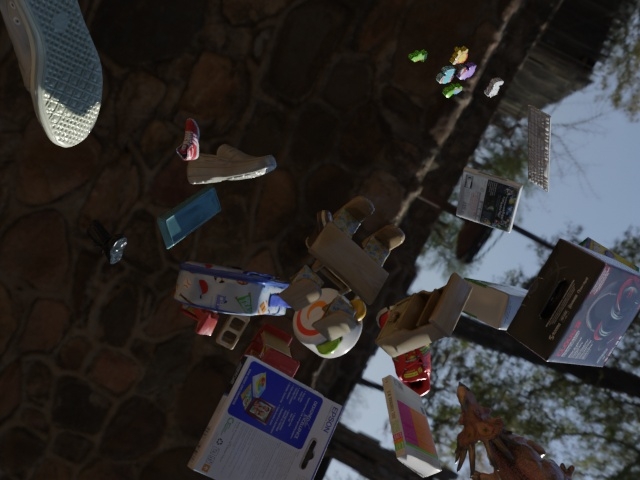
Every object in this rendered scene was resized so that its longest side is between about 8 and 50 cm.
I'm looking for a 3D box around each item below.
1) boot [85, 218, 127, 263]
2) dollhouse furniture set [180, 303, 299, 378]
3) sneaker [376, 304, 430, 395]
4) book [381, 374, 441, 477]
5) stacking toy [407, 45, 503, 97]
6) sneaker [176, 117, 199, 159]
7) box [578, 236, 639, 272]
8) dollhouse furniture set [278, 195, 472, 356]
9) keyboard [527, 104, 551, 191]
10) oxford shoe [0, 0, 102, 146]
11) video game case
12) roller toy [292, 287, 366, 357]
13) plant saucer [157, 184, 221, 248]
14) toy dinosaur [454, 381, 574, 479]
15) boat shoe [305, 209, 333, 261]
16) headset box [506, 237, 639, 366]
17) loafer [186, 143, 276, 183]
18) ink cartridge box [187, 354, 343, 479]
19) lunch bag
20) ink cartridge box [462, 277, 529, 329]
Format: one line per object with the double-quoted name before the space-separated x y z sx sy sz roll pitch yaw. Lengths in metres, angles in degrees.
"boot" -0.501 -0.008 1.503 0.045 0.099 0.121 -33 168 -35
"dollhouse furniture set" -0.261 0.311 1.939 0.152 0.374 0.201 -58 -164 10
"sneaker" 0.193 0.235 1.355 0.279 0.107 0.118 66 12 -45
"book" 0.147 0.305 1.066 0.035 0.096 0.144 -32 -141 23
"stacking toy" 0.356 -0.441 1.699 0.221 0.167 0.052 -16 145 -34
"sneaker" -0.380 -0.286 1.838 0.067 0.042 0.118 -33 125 -61
"box" 0.721 0.080 1.599 0.105 0.179 0.043 -61 -176 -37
"dollhouse furniture set" 0.097 0.063 1.060 0.161 0.242 0.212 -36 -165 52
"keyboard" 0.548 -0.227 1.612 0.014 0.072 0.256 -30 138 -8
"oxford shoe" -0.565 -0.404 1.328 0.169 0.130 0.449 -45 148 -39
"video game case" 0.496 -0.119 1.906 0.022 0.173 0.190 -53 154 -36
"roller toy" 0.026 0.256 1.988 0.146 0.191 0.209 44 67 -42
"plant saucer" -0.265 -0.053 1.330 0.192 0.018 0.067 -46 127 -54
"toy dinosaur" 0.329 0.376 1.046 0.127 0.295 0.200 -54 143 -10
"boat shoe" 0.000 0.006 1.999 0.257 0.095 0.095 78 7 -50
"headset box" 0.519 0.131 1.290 0.293 0.110 0.218 15 107 -43
"loafer" -0.278 -0.237 1.943 0.112 0.319 0.111 -15 100 -61
"ink cartridge box" -0.132 0.496 1.642 0.072 0.307 0.304 -11 -131 61
"lunch bag" -0.198 0.121 1.553 0.303 0.243 0.115 24 74 -78
"ink cartridge box" 0.460 0.161 1.571 0.153 0.208 0.087 24 -79 55
